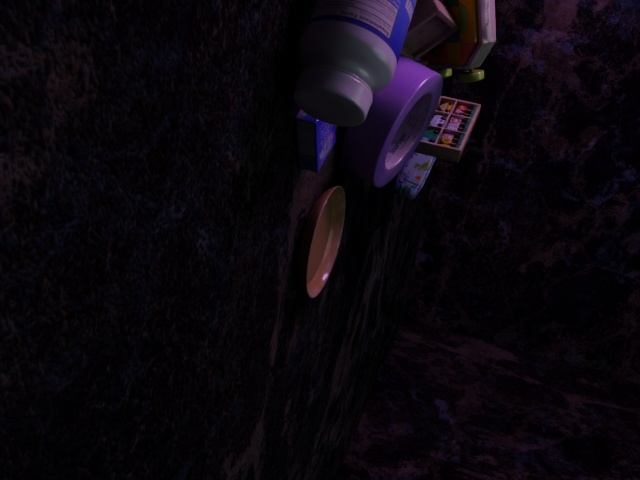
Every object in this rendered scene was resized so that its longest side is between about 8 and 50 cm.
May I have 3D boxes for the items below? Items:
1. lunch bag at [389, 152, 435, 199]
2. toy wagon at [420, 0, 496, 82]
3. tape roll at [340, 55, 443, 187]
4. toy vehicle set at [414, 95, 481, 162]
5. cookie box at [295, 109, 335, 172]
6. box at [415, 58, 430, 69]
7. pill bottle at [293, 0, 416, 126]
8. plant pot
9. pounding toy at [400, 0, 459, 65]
[{"bbox_3d":[0.295,-0.241,1.970,0.176,0.090,0.219,-74,-172,-77],"label":"lunch bag"},{"bbox_3d":[0.275,-0.508,1.444,0.068,0.344,0.268,-17,113,-22],"label":"toy wagon"},{"bbox_3d":[0.157,-0.255,1.368,0.275,0.090,0.275,-50,163,-22],"label":"tape roll"},{"bbox_3d":[0.310,-0.301,1.633,0.267,0.165,0.035,-58,158,-47],"label":"toy vehicle set"},{"bbox_3d":[-0.007,-0.186,1.057,0.107,0.040,0.092,89,21,-48],"label":"cookie box"},{"bbox_3d":[0.232,-0.383,1.721,0.296,0.073,0.294,-57,157,-49],"label":"box"},{"bbox_3d":[0.053,-0.316,0.935,0.152,0.152,0.272,56,50,-71],"label":"pill bottle"},{"bbox_3d":[0.000,0.000,1.289,0.236,0.032,0.237,15,90,-76],"label":"plant pot"},{"bbox_3d":[0.185,-0.446,1.365,0.181,0.206,0.094,1,62,-58],"label":"pounding toy"}]
